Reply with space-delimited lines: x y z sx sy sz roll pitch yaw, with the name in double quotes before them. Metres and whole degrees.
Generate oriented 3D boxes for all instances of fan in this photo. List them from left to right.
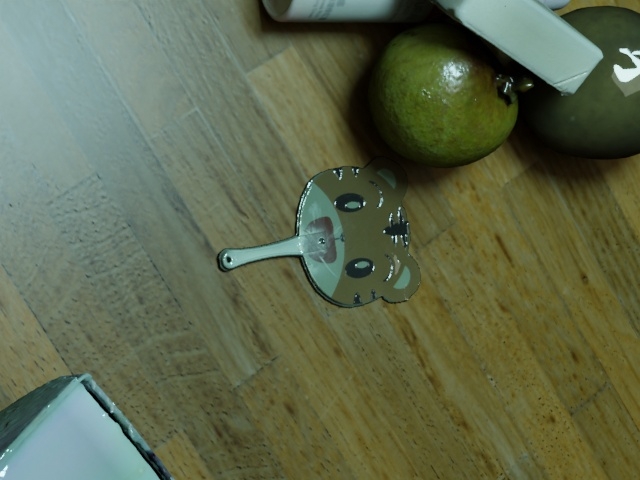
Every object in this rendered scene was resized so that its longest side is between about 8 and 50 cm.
"fan" 0.000 0.000 1.713 0.226 0.008 0.153 -9 91 -28

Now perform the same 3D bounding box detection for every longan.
"longan" 0.131 -0.147 1.702 0.154 0.176 0.145 -10 88 -56
"longan" 0.298 -0.163 1.792 0.189 0.189 0.189 2 85 -27

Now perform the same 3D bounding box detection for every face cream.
"face cream" 0.111 -0.270 1.740 0.345 0.102 0.102 -4 88 -25

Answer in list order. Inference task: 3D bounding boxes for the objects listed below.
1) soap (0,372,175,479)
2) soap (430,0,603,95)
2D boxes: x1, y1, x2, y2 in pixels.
"soap" -0.329 0.305 1.381 0.446 0.261 0.156 -42 102 -22
"soap" 0.177 -0.221 1.664 0.183 0.121 0.064 27 105 -38
